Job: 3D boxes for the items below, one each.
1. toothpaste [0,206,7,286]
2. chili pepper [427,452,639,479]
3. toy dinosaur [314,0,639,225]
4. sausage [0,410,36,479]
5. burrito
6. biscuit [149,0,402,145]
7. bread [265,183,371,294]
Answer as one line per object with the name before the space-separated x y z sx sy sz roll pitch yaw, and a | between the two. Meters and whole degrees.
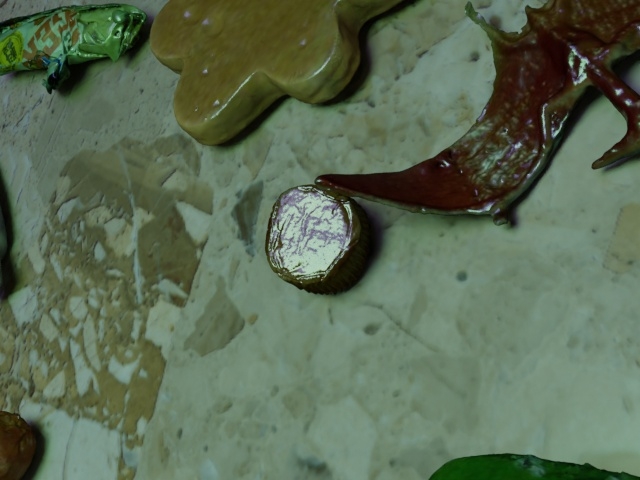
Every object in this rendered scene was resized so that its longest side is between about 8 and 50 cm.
toothpaste | -0.402 -0.030 1.052 0.099 0.068 0.282 -29 42 -8
chili pepper | 0.189 0.205 0.387 0.385 0.167 0.213 8 77 40
toy dinosaur | 0.146 -0.134 0.619 0.327 0.113 0.206 -22 57 32
sausage | -0.339 0.235 0.863 0.197 0.076 0.076 -47 48 10
burrito | -0.302 -0.215 1.055 0.288 0.054 0.104 1 71 39
biscuit | -0.010 -0.244 0.835 0.355 0.052 0.275 -41 50 16
bread | 0.000 0.000 0.713 0.085 0.053 0.085 -4 77 19
